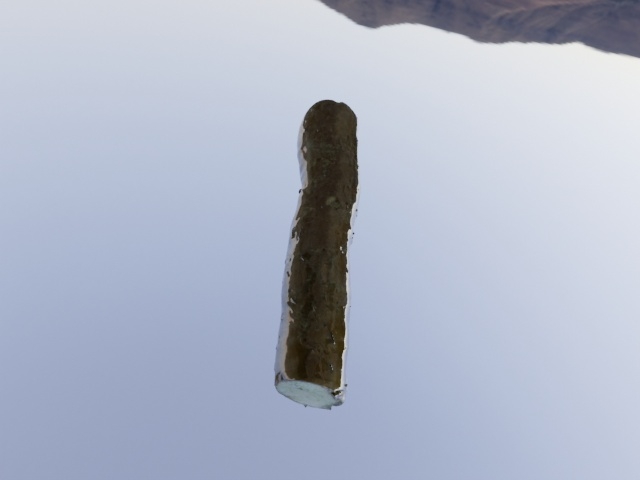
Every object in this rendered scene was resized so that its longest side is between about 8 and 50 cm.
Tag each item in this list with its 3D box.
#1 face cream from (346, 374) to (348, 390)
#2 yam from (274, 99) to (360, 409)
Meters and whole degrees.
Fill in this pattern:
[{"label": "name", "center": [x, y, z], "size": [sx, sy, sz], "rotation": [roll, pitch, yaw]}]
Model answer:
[{"label": "face cream", "center": [0.013, 0.223, 0.951], "size": [0.057, 0.198, 0.084], "rotation": [13, -131, 22]}, {"label": "yam", "center": [0.000, 0.000, 0.413], "size": [0.061, 0.061, 0.253], "rotation": [9, -118, -7]}]
